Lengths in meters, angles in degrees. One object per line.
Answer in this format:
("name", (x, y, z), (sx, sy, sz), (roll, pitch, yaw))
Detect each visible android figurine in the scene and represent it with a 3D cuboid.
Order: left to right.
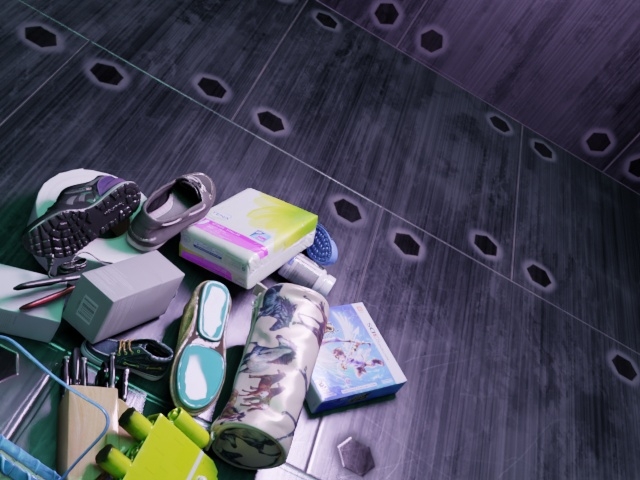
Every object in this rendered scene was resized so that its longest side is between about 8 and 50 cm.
("android figurine", (-0.286, 0.440, 1.530), (0.273, 0.056, 0.248), (49, 42, -21))

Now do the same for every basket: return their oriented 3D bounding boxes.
("basket", (-0.534, 0.336, 1.372), (0.254, 0.201, 0.289), (37, 79, 3))

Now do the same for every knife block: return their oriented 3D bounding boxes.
("knife block", (-0.458, 0.334, 1.563), (0.242, 0.088, 0.275), (41, 40, 8))

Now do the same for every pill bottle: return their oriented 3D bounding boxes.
("pill bottle", (-0.034, 0.089, 2.120), (0.137, 0.078, 0.078), (34, 39, -2))

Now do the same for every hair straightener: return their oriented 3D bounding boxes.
("hair straightener", (-0.518, 0.066, 1.673), (0.230, 0.047, 0.089), (-22, 94, -48))

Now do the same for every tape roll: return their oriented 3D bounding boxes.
("tape roll", (-0.516, -0.028, 1.881), (0.286, 0.100, 0.286), (19, 42, -18))

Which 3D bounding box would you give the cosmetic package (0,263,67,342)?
("cosmetic package", (-0.640, 0.117, 1.659), (0.231, 0.085, 0.117), (19, 41, -23))

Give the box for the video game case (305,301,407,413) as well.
("video game case", (0.044, 0.276, 2.001), (0.269, 0.061, 0.244), (-5, 52, -38))

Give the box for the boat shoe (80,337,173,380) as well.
("boat shoe", (-0.399, 0.227, 1.715), (0.183, 0.083, 0.065), (21, 41, -17))

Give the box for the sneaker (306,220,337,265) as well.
("sneaker", (0.000, 0.000, 2.194), (0.090, 0.081, 0.232), (30, 16, -39))

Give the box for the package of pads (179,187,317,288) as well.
("package of pads", (-0.181, -0.013, 2.047), (0.229, 0.101, 0.296), (24, 34, 25))

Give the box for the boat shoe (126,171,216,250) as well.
("boat shoe", (-0.327, -0.088, 1.921), (0.112, 0.095, 0.335), (35, 37, 3))

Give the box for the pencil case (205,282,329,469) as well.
("pencil case", (-0.110, 0.284, 1.764), (0.183, 0.160, 0.410), (16, 49, 2))

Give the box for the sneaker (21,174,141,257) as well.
("sneaker", (-0.530, -0.056, 1.767), (0.124, 0.107, 0.283), (23, 38, 32))

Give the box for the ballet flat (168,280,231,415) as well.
("ballet flat", (-0.264, 0.242, 1.775), (0.123, 0.123, 0.349), (21, 44, -16))

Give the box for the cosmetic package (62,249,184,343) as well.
("cosmetic package", (-0.412, 0.115, 1.749), (0.107, 0.127, 0.238), (38, 24, 14))
